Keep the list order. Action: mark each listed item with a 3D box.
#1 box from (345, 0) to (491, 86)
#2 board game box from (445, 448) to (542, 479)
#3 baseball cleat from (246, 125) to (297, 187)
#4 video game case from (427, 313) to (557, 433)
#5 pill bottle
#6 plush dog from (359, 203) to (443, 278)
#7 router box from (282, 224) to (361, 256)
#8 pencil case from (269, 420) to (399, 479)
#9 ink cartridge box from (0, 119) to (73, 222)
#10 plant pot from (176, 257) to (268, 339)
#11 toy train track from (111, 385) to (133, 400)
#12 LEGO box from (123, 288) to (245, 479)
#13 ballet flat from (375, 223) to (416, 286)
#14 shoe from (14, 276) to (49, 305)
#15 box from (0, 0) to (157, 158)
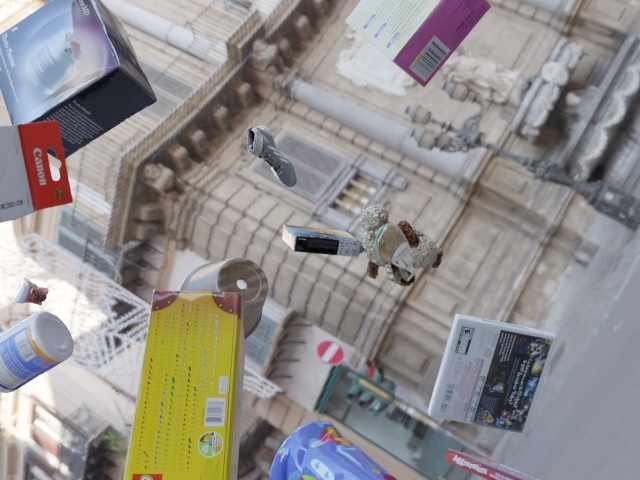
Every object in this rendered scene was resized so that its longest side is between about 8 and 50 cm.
[{"bbox_3d":[0.206,-0.494,1.382,0.117,0.243,0.213,26,-69,-40],"label":"box"},{"bbox_3d":[0.370,0.434,1.116,0.145,0.281,0.027,26,-103,-32],"label":"board game box"},{"bbox_3d":[-0.150,-0.236,1.828,0.072,0.206,0.109,-39,-10,37],"label":"baseball cleat"},{"bbox_3d":[0.289,0.228,1.072,0.022,0.173,0.190,-90,12,-74],"label":"video game case"},{"bbox_3d":[-0.828,0.320,1.720,0.272,0.152,0.152,-31,-14,8],"label":"pill bottle"},{"bbox_3d":[0.249,0.023,1.922,0.262,0.225,0.211,28,-105,-39],"label":"plush dog"},{"bbox_3d":[0.000,0.000,1.666,0.133,0.179,0.046,-141,59,-67],"label":"router box"},{"bbox_3d":[0.057,0.331,0.711,0.133,0.306,0.119,-52,-48,-10],"label":"pencil case"},{"bbox_3d":[-0.617,-0.140,1.275,0.232,0.066,0.189,-18,-70,-40],"label":"ink cartridge box"},{"bbox_3d":[-0.324,0.194,2.232,0.323,0.323,0.280,-50,5,-35],"label":"plant pot"},{"bbox_3d":[-0.612,0.475,1.944,0.014,0.083,0.048,-61,-17,-7],"label":"toy train track"},{"bbox_3d":[-0.273,0.409,1.346,0.372,0.193,0.500,99,172,-55],"label":"LEGO box"},{"bbox_3d":[0.158,0.034,1.241,0.073,0.067,0.206,-50,-27,-9],"label":"ballet flat"},{"bbox_3d":[-0.817,0.152,1.797,0.063,0.081,0.178,-63,27,-5],"label":"shoe"},{"bbox_3d":[-0.606,-0.410,1.535,0.294,0.296,0.183,-30,-22,5],"label":"box"}]
